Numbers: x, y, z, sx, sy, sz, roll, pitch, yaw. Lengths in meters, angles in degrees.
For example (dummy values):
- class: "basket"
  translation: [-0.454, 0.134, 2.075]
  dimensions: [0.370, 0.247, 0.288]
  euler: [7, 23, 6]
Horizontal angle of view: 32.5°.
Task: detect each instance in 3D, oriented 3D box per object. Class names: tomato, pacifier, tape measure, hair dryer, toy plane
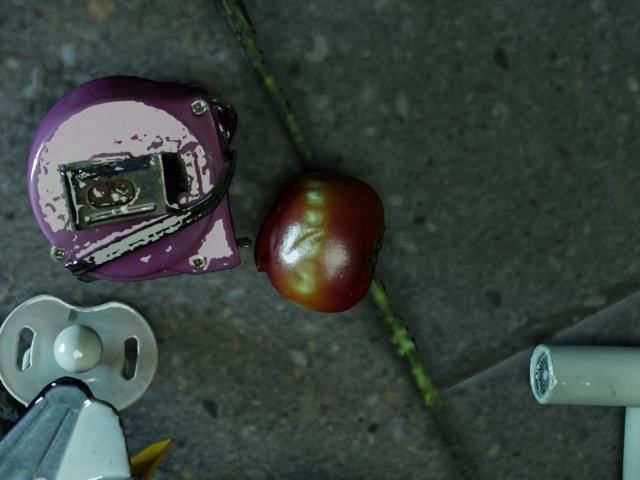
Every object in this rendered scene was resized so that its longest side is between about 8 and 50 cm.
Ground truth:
- class: "tomato"
  translation: [0.000, 0.000, 0.662]
  dimensions: [0.075, 0.087, 0.087]
  euler: [15, 110, 10]
- class: "pacifier"
  translation: [-0.147, 0.073, 0.664]
  dimensions: [0.099, 0.078, 0.082]
  euler: [6, 77, -13]
- class: "tape measure"
  translation: [-0.104, -0.036, 0.632]
  dimensions: [0.125, 0.074, 0.118]
  euler: [-12, 112, -7]
- class: "hair dryer"
  translation: [0.215, 0.158, 0.784]
  dimensions: [0.154, 0.044, 0.183]
  euler: [4, 113, -9]
- class: "toy plane"
  translation: [-0.224, 0.216, 0.678]
  dimensions: [0.316, 0.103, 0.204]
  euler: [-23, 103, 11]
